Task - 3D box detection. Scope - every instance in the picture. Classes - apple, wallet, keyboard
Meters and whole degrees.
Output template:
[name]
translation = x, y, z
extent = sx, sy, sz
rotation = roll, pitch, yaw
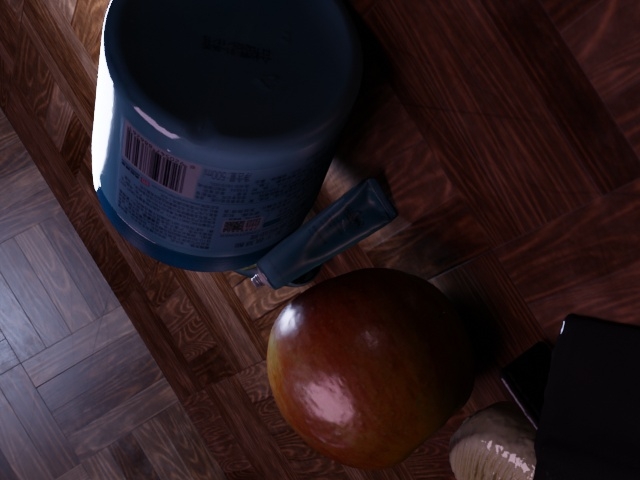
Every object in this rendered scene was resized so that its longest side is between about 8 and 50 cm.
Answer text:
[apple]
translation = 0.072, 0.188, 1.507
extent = 0.301, 0.302, 0.301
rotation = 45, 153, 30
[wallet]
translation = 0.320, 0.254, 1.202
extent = 0.247, 0.041, 0.322
rotation = 10, 85, 59
[keyboard]
translation = 0.296, 0.212, 1.346
extent = 0.381, 0.103, 0.041
rotation = 48, 140, 16

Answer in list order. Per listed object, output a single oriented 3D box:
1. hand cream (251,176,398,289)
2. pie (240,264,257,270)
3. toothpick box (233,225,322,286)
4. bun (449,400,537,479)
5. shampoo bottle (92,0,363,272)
[hand cream]
translation = 0.000, 0.000, 1.528
extent = 0.083, 0.224, 0.048
rotation = 53, -176, -30
[pie]
translation = -0.127, -0.061, 1.787
extent = 0.241, 0.054, 0.240
rotation = -15, 70, 46
[toothpick box]
translation = -0.080, 0.016, 1.841
extent = 0.184, 0.120, 0.120
rotation = 19, 134, 53
[bun]
translation = 0.282, 0.303, 1.443
extent = 0.220, 0.134, 0.220
rotation = 36, 145, 31
[shampoo bottle]
translation = -0.135, -0.171, 1.457
extent = 0.331, 0.331, 0.342
rotation = 53, 156, 13
